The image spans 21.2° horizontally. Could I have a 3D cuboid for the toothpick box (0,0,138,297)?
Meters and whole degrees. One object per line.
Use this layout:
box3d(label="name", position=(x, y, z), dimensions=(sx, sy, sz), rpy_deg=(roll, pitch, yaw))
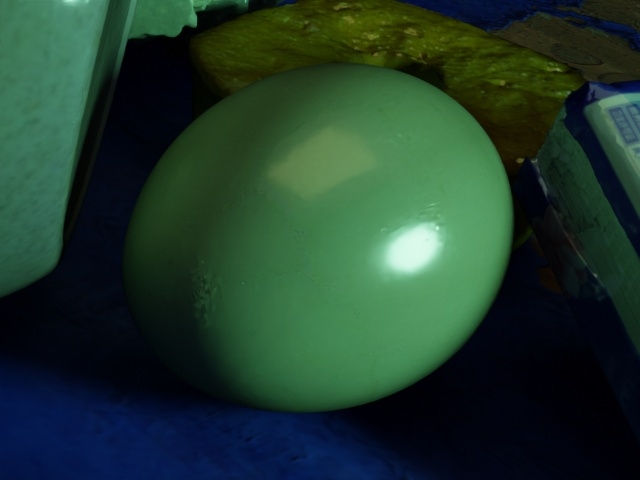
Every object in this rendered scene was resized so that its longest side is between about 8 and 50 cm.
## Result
box3d(label="toothpick box", position=(-0.305, -0.164, 0.855), dimensions=(0.425, 0.409, 0.409), rpy_deg=(15, 25, -5))

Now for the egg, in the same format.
box3d(label="egg", position=(0.000, 0.000, 0.928), dimensions=(0.186, 0.186, 0.241), rpy_deg=(31, 40, 30))

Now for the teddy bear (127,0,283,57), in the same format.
box3d(label="teddy bear", position=(-0.158, -0.283, 1.284), dimensions=(0.375, 0.327, 0.362), rpy_deg=(37, 23, -9))

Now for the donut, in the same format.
box3d(label="donut", position=(0.044, -0.076, 1.202), dimensions=(0.302, 0.110, 0.303), rpy_deg=(10, 27, -5))

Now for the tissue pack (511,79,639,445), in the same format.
box3d(label="tissue pack", position=(0.248, 0.043, 0.959), dimensions=(0.209, 0.137, 0.270), rpy_deg=(-5, 57, -31))
